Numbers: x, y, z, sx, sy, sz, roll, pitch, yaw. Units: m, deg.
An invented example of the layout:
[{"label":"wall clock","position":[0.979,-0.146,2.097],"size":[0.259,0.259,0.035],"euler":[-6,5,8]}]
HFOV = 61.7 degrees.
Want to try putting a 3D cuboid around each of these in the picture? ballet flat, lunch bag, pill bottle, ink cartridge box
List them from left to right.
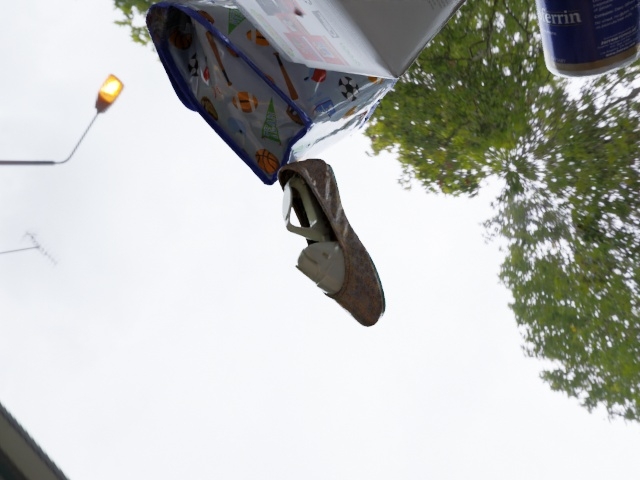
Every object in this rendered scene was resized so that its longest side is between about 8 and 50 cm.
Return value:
[{"label":"lunch bag","position":[-0.098,-0.345,1.052],"size":[0.385,0.328,0.239],"euler":[46,-42,4]},{"label":"ink cartridge box","position":[-0.042,-0.327,0.539],"size":[0.130,0.309,0.272],"euler":[-50,-146,-3]},{"label":"ballet flat","position":[0.000,0.000,0.858],"size":[0.107,0.106,0.315],"euler":[-53,-132,43]},{"label":"pill bottle","position":[0.398,-0.394,0.798],"size":[0.153,0.153,0.264],"euler":[-13,-53,21]}]
